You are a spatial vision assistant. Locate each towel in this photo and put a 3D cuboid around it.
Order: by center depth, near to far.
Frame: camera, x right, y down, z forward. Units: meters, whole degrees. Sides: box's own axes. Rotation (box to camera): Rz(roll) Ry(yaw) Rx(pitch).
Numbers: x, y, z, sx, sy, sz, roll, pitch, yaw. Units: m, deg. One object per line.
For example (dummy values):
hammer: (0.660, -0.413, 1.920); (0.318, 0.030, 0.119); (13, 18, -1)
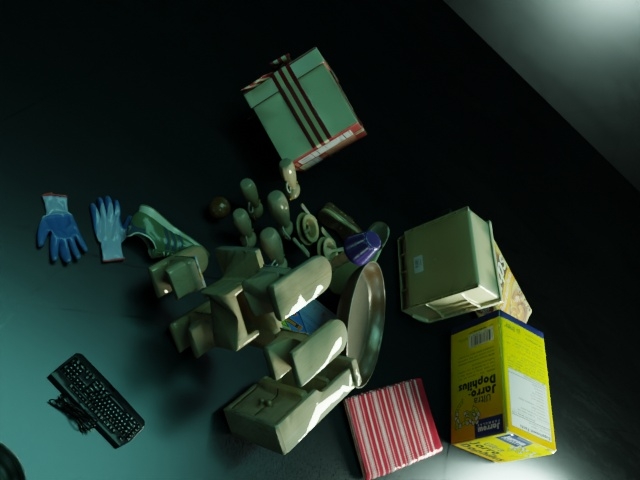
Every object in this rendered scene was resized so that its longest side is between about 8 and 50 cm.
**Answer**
towel: (0.186, 0.467, 1.447); (0.275, 0.031, 0.198); (-3, 69, -38)

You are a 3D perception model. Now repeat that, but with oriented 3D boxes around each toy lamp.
toy lamp: (0.041, 0.054, 1.396); (0.080, 0.275, 0.080); (19, 56, -30)

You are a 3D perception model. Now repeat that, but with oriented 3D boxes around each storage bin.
storage bin: (0.362, 0.076, 1.657); (0.123, 0.261, 0.262); (29, 49, -39)

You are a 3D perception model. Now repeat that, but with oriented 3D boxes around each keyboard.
keyboard: (-0.413, 0.301, 1.056); (0.192, 0.038, 0.100); (48, 46, -5)

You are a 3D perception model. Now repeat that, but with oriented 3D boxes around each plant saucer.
plant saucer: (0.096, 0.203, 1.413); (0.311, 0.050, 0.310); (5, 90, -69)

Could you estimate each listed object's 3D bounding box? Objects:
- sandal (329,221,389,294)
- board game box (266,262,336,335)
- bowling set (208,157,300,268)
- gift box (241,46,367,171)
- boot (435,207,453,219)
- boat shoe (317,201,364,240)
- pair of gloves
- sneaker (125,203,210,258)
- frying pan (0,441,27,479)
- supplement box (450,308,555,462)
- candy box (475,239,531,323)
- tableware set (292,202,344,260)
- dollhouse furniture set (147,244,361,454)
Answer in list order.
sandal: (0.110, 0.059, 1.585); (0.088, 0.079, 0.240); (34, 77, 8)
board game box: (-0.052, 0.193, 1.415); (0.281, 0.027, 0.145); (40, 46, -14)
bowling set: (-0.161, -0.064, 1.423); (0.200, 0.154, 0.286); (5, 55, 13)
gift box: (-0.057, -0.344, 1.541); (0.258, 0.277, 0.255); (62, 6, 4)
boot: (0.437, 0.019, 1.877); (0.161, 0.083, 0.246); (43, 47, -19)
boat shoe: (0.075, -0.043, 1.628); (0.178, 0.064, 0.060); (38, 49, -12)
pair of gloves: (-0.485, -0.026, 1.197); (0.198, 0.023, 0.159); (0, 66, -38)
sneaker: (-0.343, 0.011, 1.268); (0.192, 0.064, 0.086); (41, 63, -25)
frying pan: (-0.599, 0.418, 0.829); (0.326, 0.053, 0.197); (-26, 83, -42)
supplement box: (0.503, 0.411, 1.619); (0.194, 0.195, 0.356); (28, 50, -24)
candy box: (0.551, 0.156, 1.843); (0.183, 0.088, 0.316); (-43, 107, -45)
tableware set: (0.000, 0.000, 1.507); (0.194, 0.039, 0.128); (50, 39, -41)
dollhouse furniture set: (-0.093, 0.182, 1.175); (0.257, 0.362, 0.393); (-32, 116, -44)
